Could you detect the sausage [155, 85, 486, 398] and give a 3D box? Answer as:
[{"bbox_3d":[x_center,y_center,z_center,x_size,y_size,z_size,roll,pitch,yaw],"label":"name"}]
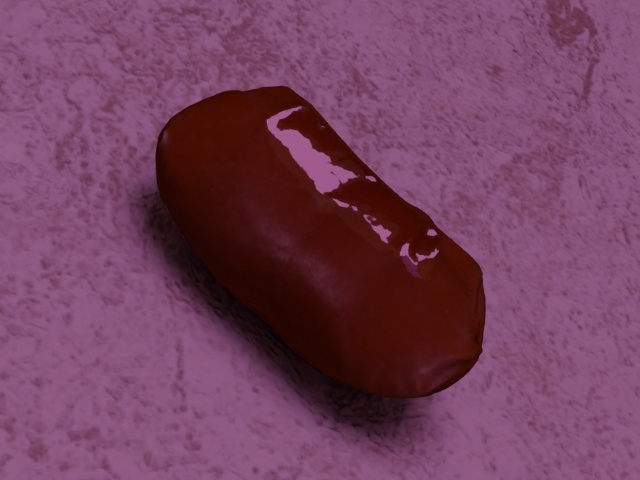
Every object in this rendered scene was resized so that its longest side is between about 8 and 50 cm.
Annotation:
[{"bbox_3d":[-0.002,0.002,1.133,0.258,0.133,0.133,44,38,15],"label":"sausage"}]
